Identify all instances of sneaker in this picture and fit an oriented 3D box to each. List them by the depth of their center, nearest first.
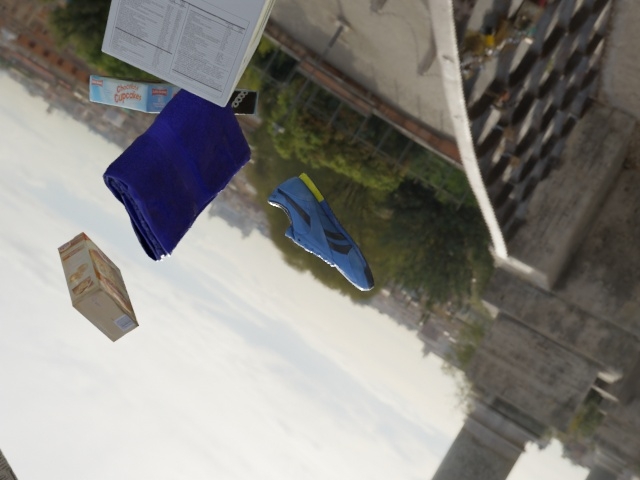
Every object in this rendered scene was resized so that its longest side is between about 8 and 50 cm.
[{"bbox_3d":[0.000,0.000,1.118,0.209,0.082,0.069,55,170,1],"label":"sneaker"}]

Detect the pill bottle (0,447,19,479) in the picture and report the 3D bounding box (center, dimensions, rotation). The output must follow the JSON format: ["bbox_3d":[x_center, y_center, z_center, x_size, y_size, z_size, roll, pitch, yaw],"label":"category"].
[{"bbox_3d":[-0.697,0.404,1.384,0.283,0.160,0.160,60,178,0],"label":"pill bottle"}]

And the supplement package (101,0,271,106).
[{"bbox_3d":[-0.160,-0.377,1.045,0.198,0.199,0.262,24,136,-8],"label":"supplement package"}]

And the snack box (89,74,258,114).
[{"bbox_3d":[-0.313,-0.316,1.607,0.187,0.060,0.322,16,-163,35],"label":"snack box"}]

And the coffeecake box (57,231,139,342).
[{"bbox_3d":[-0.455,0.094,1.504,0.185,0.068,0.142,55,178,44],"label":"coffeecake box"}]

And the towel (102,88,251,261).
[{"bbox_3d":[-0.243,-0.136,1.340,0.076,0.308,0.227,15,145,26],"label":"towel"}]
